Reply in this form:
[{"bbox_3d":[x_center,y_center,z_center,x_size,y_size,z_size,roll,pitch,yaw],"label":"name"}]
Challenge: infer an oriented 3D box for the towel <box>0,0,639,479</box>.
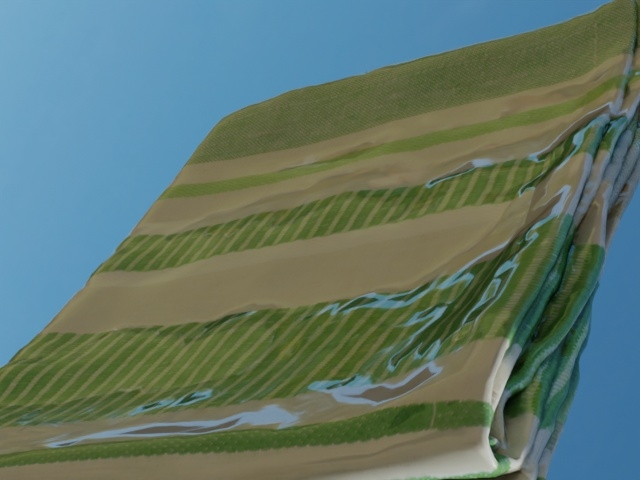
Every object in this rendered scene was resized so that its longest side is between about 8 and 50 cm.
[{"bbox_3d":[0.000,0.000,0.526,0.248,0.038,0.325,-12,-155,28],"label":"towel"}]
